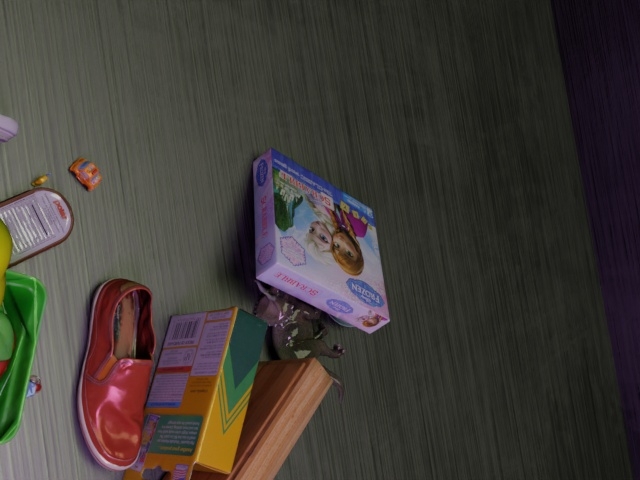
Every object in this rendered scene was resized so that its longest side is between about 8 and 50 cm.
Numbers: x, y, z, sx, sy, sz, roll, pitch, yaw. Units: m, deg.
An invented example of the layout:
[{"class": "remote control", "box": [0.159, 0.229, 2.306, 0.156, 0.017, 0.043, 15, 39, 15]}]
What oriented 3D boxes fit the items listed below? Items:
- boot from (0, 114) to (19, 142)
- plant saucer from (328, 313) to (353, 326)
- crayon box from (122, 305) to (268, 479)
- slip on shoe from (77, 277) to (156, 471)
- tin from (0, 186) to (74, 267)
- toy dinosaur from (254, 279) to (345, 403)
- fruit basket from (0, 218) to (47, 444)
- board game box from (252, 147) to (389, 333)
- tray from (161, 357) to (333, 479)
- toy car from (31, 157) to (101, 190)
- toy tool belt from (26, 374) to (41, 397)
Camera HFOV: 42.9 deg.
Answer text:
[{"class": "boot", "box": [-0.600, -0.151, 1.246, 0.258, 0.095, 0.123, 8, 82, -34]}, {"class": "plant saucer", "box": [0.052, 0.101, 1.851, 0.195, 0.037, 0.195, 10, 74, -42]}, {"class": "crayon box", "box": [-0.220, 0.287, 1.431, 0.083, 0.203, 0.323, 32, 61, -36]}, {"class": "slip on shoe", "box": [-0.341, 0.226, 1.399, 0.123, 0.101, 0.331, 12, 75, -44]}, {"class": "tin", "box": [-0.495, -0.020, 1.348, 0.189, 0.040, 0.106, -34, 109, -43]}, {"class": "toy dinosaur", "box": [-0.045, 0.203, 1.704, 0.160, 0.121, 0.314, -23, 102, -32]}, {"class": "fruit basket", "box": [-0.530, 0.103, 1.058, 0.392, 0.392, 0.283, 22, 67, -39]}, {"class": "board game box", "box": [0.000, 0.000, 1.714, 0.318, 0.066, 0.318, 28, 40, -35]}, {"class": "tray", "box": [-0.160, 0.384, 1.462, 0.076, 0.203, 0.411, 54, 49, -22]}, {"class": "toy car", "box": [-0.434, -0.104, 1.420, 0.122, 0.040, 0.060, -35, 106, -43]}, {"class": "toy tool belt", "box": [-0.477, 0.233, 1.298, 0.083, 0.051, 0.052, 14, 72, -42]}]
